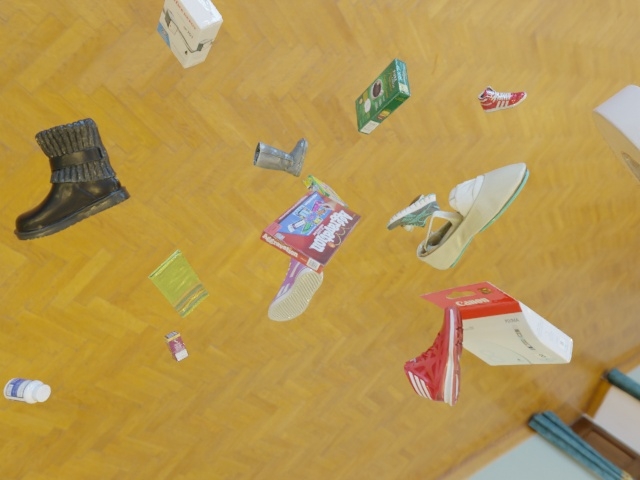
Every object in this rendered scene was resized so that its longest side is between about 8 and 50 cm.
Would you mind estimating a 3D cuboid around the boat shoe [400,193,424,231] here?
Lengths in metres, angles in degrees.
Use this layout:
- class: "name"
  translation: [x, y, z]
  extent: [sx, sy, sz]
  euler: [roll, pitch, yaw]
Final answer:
- class: "boat shoe"
  translation: [0.356, -0.104, 1.745]
  extent: [0.048, 0.056, 0.152]
  euler: [34, 72, -13]

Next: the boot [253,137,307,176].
- class: "boot"
  translation: [-0.167, -0.372, 1.944]
  extent: [0.209, 0.076, 0.189]
  euler: [16, 78, -22]

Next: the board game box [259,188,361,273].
- class: "board game box"
  translation: [-0.010, -0.032, 1.042]
  extent: [0.027, 0.145, 0.281]
  euler: [-62, 174, 31]

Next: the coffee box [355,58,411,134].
- class: "coffee box"
  translation: [0.161, -0.375, 1.223]
  extent: [0.041, 0.184, 0.113]
  euler: [12, 61, -28]

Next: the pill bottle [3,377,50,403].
- class: "pill bottle"
  translation: [-0.884, 0.455, 1.399]
  extent: [0.067, 0.120, 0.066]
  euler: [1, 90, -73]

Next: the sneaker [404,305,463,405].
- class: "sneaker"
  translation: [0.253, 0.256, 1.060]
  extent: [0.087, 0.128, 0.221]
  euler: [23, 71, -60]

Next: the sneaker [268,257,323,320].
- class: "sneaker"
  translation: [-0.082, 0.136, 1.505]
  extent: [0.102, 0.161, 0.282]
  euler: [23, 125, -27]

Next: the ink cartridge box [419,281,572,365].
- class: "ink cartridge box"
  translation: [0.544, 0.279, 1.483]
  extent: [0.385, 0.308, 0.091]
  euler: [32, 63, -18]

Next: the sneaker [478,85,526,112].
- class: "sneaker"
  translation: [0.485, -0.388, 1.246]
  extent: [0.067, 0.119, 0.042]
  euler: [40, 55, -36]

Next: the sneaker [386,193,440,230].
- class: "sneaker"
  translation: [0.267, -0.063, 1.319]
  extent: [0.167, 0.076, 0.065]
  euler: [-31, 180, 22]

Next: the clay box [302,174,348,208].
- class: "clay box"
  translation: [0.015, -0.193, 1.886]
  extent: [0.128, 0.222, 0.053]
  euler: [29, 106, -34]

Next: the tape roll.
- class: "tape roll"
  translation: [0.619, -0.093, 0.793]
  extent: [0.072, 0.391, 0.392]
  euler: [-38, 139, 26]

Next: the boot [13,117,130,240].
- class: "boot"
  translation: [-0.752, -0.175, 1.315]
  extent: [0.348, 0.131, 0.260]
  euler: [-26, 113, -8]

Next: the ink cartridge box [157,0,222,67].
- class: "ink cartridge box"
  translation: [-0.367, -0.600, 1.288]
  extent: [0.082, 0.191, 0.139]
  euler: [-39, 96, -30]

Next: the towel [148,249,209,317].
- class: "towel"
  translation: [-0.367, 0.121, 1.223]
  extent: [0.102, 0.021, 0.237]
  euler: [-49, 155, -22]

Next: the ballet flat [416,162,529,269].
- class: "ballet flat"
  translation: [0.225, -0.038, 0.734]
  extent: [0.086, 0.086, 0.248]
  euler: [-17, 149, -30]

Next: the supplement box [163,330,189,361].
- class: "supplement box"
  translation: [-0.463, 0.339, 1.482]
  extent: [0.043, 0.055, 0.083]
  euler: [-27, 105, -31]
